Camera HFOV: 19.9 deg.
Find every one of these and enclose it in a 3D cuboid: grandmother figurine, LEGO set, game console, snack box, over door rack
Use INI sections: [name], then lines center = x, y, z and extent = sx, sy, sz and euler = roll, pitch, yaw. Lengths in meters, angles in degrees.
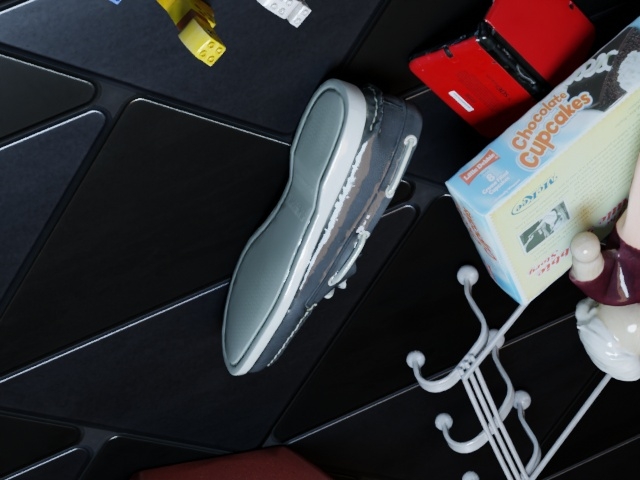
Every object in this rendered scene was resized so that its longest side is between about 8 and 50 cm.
[grandmother figurine]
center = 0.309, -0.007, 1.679
extent = 0.208, 0.104, 0.342
euler = -13, 134, -25
[LEGO set]
center = -0.103, -0.197, 1.427
extent = 0.227, 0.093, 0.087
euler = 28, 111, -42
[game console]
center = 0.166, -0.174, 1.651
extent = 0.124, 0.085, 0.144
euler = -18, 143, 31
[snack box]
center = 0.271, -0.096, 1.686
extent = 0.322, 0.060, 0.187
euler = -40, 147, -6
[over door rack]
center = 0.238, 0.094, 1.870
extent = 0.324, 0.108, 0.239
euler = -40, 137, -13

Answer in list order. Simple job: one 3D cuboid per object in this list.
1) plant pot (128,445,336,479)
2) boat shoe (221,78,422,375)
[plant pot]
center = -0.078, 0.358, 1.817
extent = 0.267, 0.236, 0.267
euler = -7, 130, -23
[boat shoe]
center = 0.000, 0.000, 1.639
extent = 0.091, 0.114, 0.302
euler = 11, 122, -28
